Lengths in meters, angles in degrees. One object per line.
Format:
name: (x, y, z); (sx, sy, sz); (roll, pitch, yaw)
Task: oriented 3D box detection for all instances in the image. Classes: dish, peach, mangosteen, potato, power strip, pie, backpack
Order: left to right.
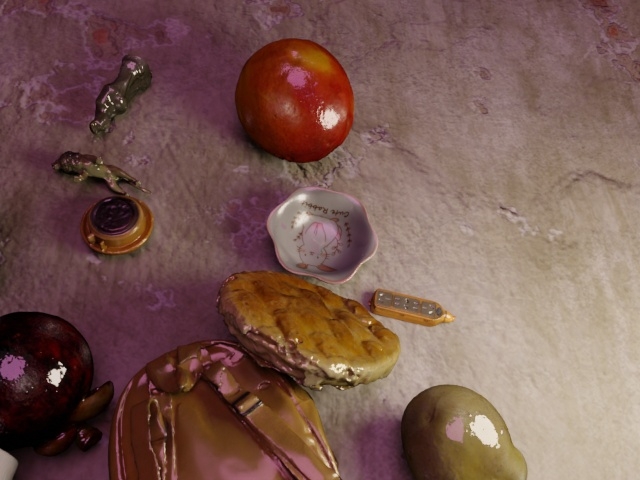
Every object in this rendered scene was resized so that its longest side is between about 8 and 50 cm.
mangosteen: (-0.452, 0.239, 1.019); (0.265, 0.228, 0.228); (48, 57, -17)
backpack: (-0.145, 0.340, 0.997); (0.353, 0.201, 0.378); (-15, 63, -17)
peach: (-0.058, -0.300, 1.414); (0.281, 0.281, 0.238); (28, 14, 9)
pie: (-0.025, 0.150, 1.120); (0.339, 0.083, 0.339); (21, 17, -7)
dish: (0.000, 0.000, 1.317); (0.229, 0.081, 0.229); (4, 60, -7)
power strip: (0.185, 0.137, 1.286); (0.178, 0.028, 0.049); (14, 55, -1)
potato: (0.240, 0.354, 1.081); (0.235, 0.160, 0.178); (42, 98, 2)

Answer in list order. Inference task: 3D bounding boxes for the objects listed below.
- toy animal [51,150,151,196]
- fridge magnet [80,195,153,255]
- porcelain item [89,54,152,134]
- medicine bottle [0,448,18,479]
toy animal: (-0.455, -0.139, 1.335); (0.220, 0.086, 0.069); (23, 96, 0)
fridge magnet: (-0.406, -0.035, 1.281); (0.143, 0.063, 0.143); (2, 58, -4)
porcelain item: (-0.461, -0.326, 1.451); (0.069, 0.081, 0.216); (20, 56, 4)
medicine bottle: (-0.578, 0.448, 0.850); (0.211, 0.211, 0.371); (14, 57, 0)
